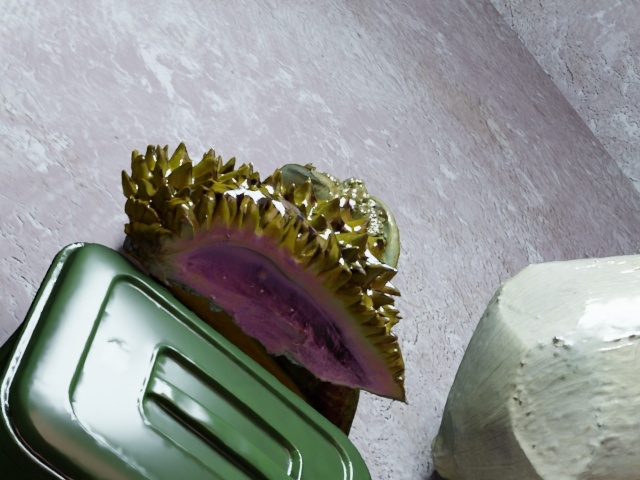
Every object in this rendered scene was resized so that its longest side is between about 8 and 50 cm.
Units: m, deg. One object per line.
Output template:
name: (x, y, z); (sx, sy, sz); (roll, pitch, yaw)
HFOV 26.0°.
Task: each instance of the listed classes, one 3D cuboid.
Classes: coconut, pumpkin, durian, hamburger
coconut: (0.298, 0.189, 1.502); (0.346, 0.360, 0.346); (175, -90, -87)
pumpkin: (-0.027, 0.053, 1.347); (0.312, 0.169, 0.148); (49, -19, -8)
durian: (-0.031, -0.002, 1.189); (0.341, 0.112, 0.191); (34, 36, -35)
hamburger: (0.000, 0.000, 1.536); (0.131, 0.159, 0.185); (17, 13, -42)

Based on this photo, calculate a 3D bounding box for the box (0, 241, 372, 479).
box: (-0.128, 0.188, 1.040); (0.329, 0.178, 0.252); (42, 28, -18)
